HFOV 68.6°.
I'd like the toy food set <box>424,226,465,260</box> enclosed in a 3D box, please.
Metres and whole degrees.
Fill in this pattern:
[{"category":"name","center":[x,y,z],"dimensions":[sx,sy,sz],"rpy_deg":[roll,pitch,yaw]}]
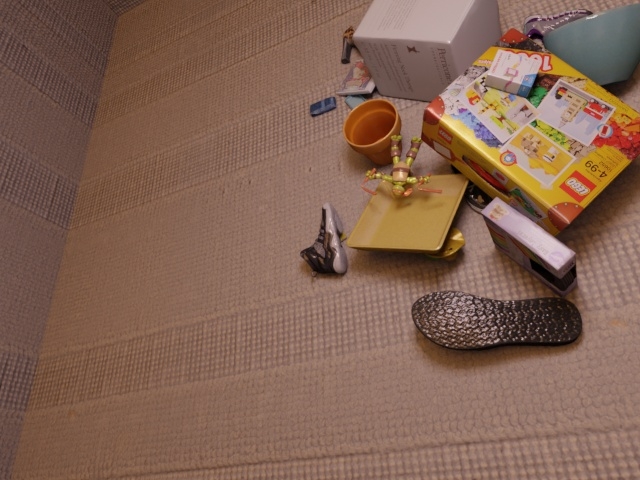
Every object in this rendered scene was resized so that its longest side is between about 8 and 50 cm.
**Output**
[{"category":"toy food set","center":[0.367,0.010,1.505],"dimensions":[0.128,0.071,0.218],"rpy_deg":[-41,37,-12]}]

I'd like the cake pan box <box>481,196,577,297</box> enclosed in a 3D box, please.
[{"category":"cake pan box","center":[0.578,0.025,1.283],"dimensions":[0.070,0.246,0.267],"rpy_deg":[-46,55,5]}]

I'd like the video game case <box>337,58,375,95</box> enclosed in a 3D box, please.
[{"category":"video game case","center":[0.179,-0.691,1.970],"dimensions":[0.201,0.023,0.183],"rpy_deg":[16,73,50]}]

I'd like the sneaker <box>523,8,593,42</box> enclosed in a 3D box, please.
[{"category":"sneaker","center":[0.835,-0.748,1.662],"dimensions":[0.224,0.083,0.098],"rpy_deg":[9,91,36]}]

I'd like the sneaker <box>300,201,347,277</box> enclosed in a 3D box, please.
[{"category":"sneaker","center":[0.000,0.000,1.679],"dimensions":[0.153,0.101,0.268],"rpy_deg":[-16,70,20]}]

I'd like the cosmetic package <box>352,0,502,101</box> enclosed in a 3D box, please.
[{"category":"cosmetic package","center":[0.400,-0.741,1.720],"dimensions":[0.394,0.329,0.327],"rpy_deg":[21,76,35]}]

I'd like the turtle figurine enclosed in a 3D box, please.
[{"category":"turtle figurine","center":[0.283,-0.234,1.559],"dimensions":[0.270,0.087,0.217],"rpy_deg":[6,77,26]}]

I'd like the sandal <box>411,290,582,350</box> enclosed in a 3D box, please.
[{"category":"sandal","center":[0.483,0.240,1.325],"dimensions":[0.446,0.107,0.167],"rpy_deg":[2,65,15]}]

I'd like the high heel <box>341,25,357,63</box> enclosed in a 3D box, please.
[{"category":"high heel","center":[0.204,-0.892,2.044],"dimensions":[0.261,0.093,0.186],"rpy_deg":[-5,69,36]}]

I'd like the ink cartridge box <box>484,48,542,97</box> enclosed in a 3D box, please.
[{"category":"ink cartridge box","center":[0.527,-0.460,1.290],"dimensions":[0.123,0.052,0.088],"rpy_deg":[22,78,16]}]

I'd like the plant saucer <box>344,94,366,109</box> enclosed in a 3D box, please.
[{"category":"plant saucer","center":[0.169,-0.548,1.938],"dimensions":[0.067,0.018,0.192],"rpy_deg":[-36,53,7]}]

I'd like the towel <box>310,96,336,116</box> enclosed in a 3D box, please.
[{"category":"towel","center":[0.010,-0.582,2.033],"dimensions":[0.120,0.029,0.067],"rpy_deg":[-16,58,21]}]

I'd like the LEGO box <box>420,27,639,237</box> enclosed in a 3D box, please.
[{"category":"LEGO box","center":[0.607,-0.308,1.362],"dimensions":[0.372,0.193,0.500],"rpy_deg":[-44,72,-5]}]

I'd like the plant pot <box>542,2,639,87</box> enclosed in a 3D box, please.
[{"category":"plant pot","center":[0.862,-0.574,1.451],"dimensions":[0.290,0.290,0.195],"rpy_deg":[-10,97,24]}]

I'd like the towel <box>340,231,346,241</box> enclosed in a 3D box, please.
[{"category":"towel","center":[0.058,-0.022,1.731],"dimensions":[0.060,0.009,0.083],"rpy_deg":[-33,55,11]}]

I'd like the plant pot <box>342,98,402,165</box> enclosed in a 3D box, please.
[{"category":"plant pot","center":[0.211,-0.378,1.721],"dimensions":[0.205,0.188,0.205],"rpy_deg":[-12,61,22]}]

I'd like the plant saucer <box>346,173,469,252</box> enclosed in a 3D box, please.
[{"category":"plant saucer","center":[0.295,-0.073,1.527],"dimensions":[0.333,0.081,0.332],"rpy_deg":[2,48,39]}]

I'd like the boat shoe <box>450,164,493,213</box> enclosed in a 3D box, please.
[{"category":"boat shoe","center":[0.493,-0.174,1.538],"dimensions":[0.078,0.070,0.219],"rpy_deg":[-36,54,8]}]
